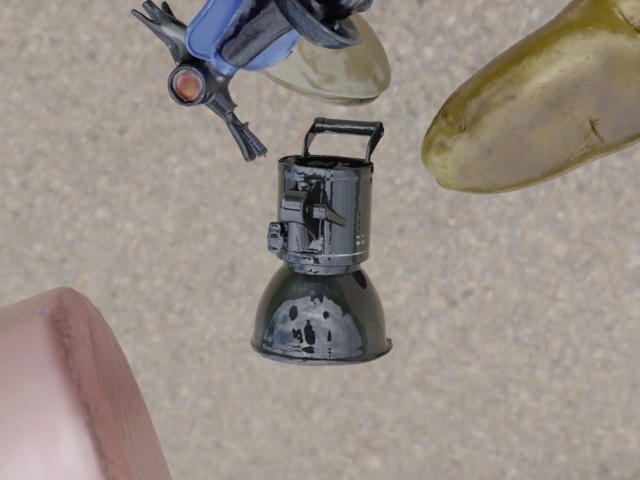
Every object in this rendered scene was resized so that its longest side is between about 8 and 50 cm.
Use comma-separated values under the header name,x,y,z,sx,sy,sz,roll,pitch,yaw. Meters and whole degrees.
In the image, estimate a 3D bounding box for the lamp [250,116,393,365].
name,x,y,z,sx,sy,sz,roll,pitch,yaw
lamp,0.000,0.000,1.505,0.147,0.172,0.227,6,104,21

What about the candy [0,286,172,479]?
name,x,y,z,sx,sy,sz,roll,pitch,yaw
candy,-0.163,0.147,0.988,0.094,0.255,0.255,-20,131,-2

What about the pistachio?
name,x,y,z,sx,sy,sz,roll,pitch,yaw
pistachio,-0.011,-0.247,1.864,0.226,0.136,0.136,31,137,-12

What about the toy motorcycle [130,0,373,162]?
name,x,y,z,sx,sy,sz,roll,pitch,yaw
toy motorcycle,-0.086,-0.237,1.215,0.125,0.358,0.213,8,126,-46

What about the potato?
name,x,y,z,sx,sy,sz,roll,pitch,yaw
potato,0.281,-0.165,1.643,0.369,0.195,0.176,-31,89,7
